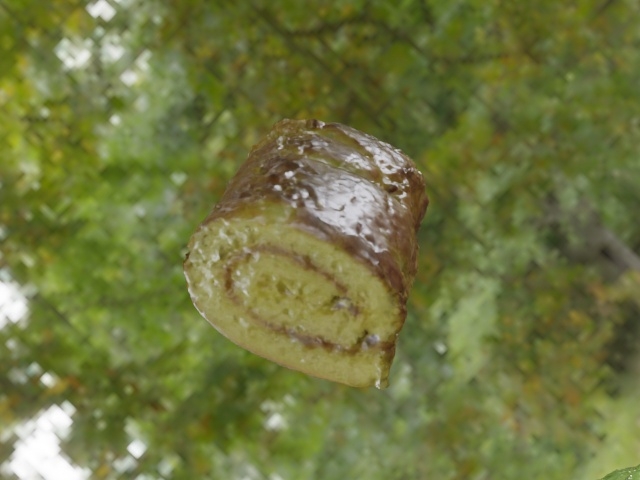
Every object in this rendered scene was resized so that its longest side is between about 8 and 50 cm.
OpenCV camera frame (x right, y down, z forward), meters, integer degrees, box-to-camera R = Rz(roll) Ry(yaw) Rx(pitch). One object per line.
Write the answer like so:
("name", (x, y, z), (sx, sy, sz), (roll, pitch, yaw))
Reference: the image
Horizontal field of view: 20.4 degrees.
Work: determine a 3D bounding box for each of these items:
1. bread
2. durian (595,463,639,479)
("bread", (0.000, 0.000, 1.036), (0.172, 0.132, 0.103), (-66, -3, -65))
("durian", (0.093, 0.170, 0.705), (0.250, 0.139, 0.101), (-47, 36, 23))
